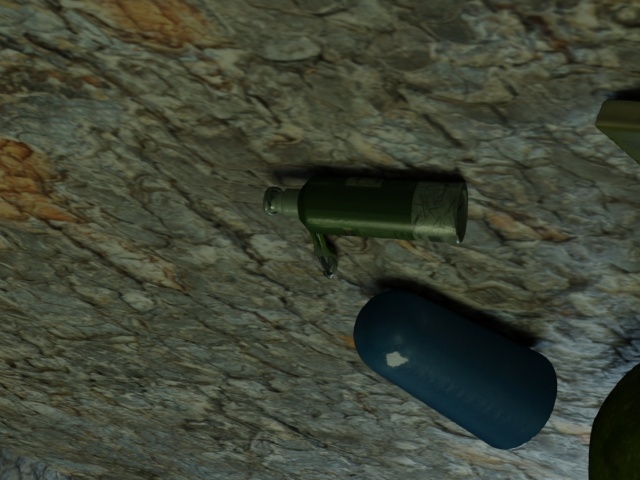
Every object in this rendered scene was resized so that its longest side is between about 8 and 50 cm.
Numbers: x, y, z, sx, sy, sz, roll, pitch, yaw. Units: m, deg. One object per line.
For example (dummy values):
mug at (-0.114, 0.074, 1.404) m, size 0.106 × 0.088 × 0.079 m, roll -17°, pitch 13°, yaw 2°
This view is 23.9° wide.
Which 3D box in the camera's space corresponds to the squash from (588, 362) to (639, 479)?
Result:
squash at (0.442, 0.276, 1.784) m, size 0.310 × 0.310 × 0.309 m, roll 1°, pitch 156°, yaw 23°

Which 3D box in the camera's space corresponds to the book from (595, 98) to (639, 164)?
book at (0.421, -0.026, 1.299) m, size 0.239 × 0.035 × 0.352 m, roll 13°, pitch 166°, yaw 45°

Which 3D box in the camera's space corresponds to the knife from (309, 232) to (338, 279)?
knife at (0.000, 0.000, 1.660) m, size 0.022 × 0.026 × 0.184 m, roll 34°, pitch 166°, yaw 22°

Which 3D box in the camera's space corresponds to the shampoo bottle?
shampoo bottle at (0.042, -0.033, 1.502) m, size 0.204 × 0.065 × 0.065 m, roll 4°, pitch 158°, yaw 17°

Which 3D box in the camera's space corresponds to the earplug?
earplug at (0.152, 0.145, 1.829) m, size 0.273 × 0.132 × 0.132 m, roll 30°, pitch 151°, yaw -34°
